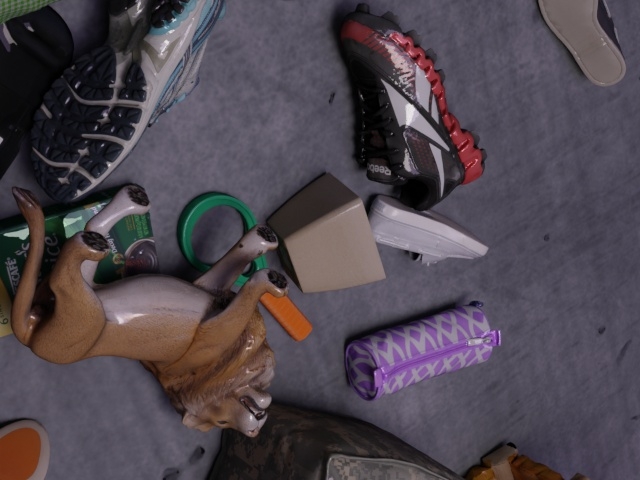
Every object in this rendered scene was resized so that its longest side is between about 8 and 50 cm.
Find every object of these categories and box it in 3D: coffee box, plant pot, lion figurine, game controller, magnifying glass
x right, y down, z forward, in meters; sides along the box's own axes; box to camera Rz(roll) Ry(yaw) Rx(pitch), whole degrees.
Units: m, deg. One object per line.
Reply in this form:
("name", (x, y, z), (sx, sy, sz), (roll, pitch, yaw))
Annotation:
("coffee box", (-0.262, 0.019, 1.035), (0.184, 0.040, 0.113), (-18, 114, -27))
("plant pot", (0.000, 0.000, 1.165), (0.096, 0.109, 0.109), (-24, 117, -10))
("lion figurine", (-0.182, 0.080, 1.018), (0.392, 0.142, 0.240), (22, 122, -37))
("game controller", (-0.363, -0.106, 0.932), (0.319, 0.067, 0.166), (-57, 139, -5))
("magnifying glass", (-0.082, 0.037, 1.169), (0.092, 0.026, 0.231), (-47, 121, -13))

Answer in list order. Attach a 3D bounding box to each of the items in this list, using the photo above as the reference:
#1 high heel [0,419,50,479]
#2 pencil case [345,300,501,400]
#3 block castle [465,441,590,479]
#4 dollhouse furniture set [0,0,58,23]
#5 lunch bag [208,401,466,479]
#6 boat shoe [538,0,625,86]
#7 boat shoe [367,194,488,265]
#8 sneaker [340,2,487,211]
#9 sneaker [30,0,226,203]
("high heel", (-0.344, 0.296, 1.007), (0.082, 0.244, 0.117), (21, 129, -8))
("pencil case", (0.133, 0.146, 1.298), (0.206, 0.088, 0.086), (-16, 110, -27))
("block castle", (0.304, 0.475, 1.287), (0.303, 0.453, 0.213), (-33, 111, -22))
("dollhouse furniture set", (-0.271, -0.324, 0.795), (0.197, 0.151, 0.301), (-27, 112, -20))
("lunch bag", (0.042, 0.302, 1.196), (0.287, 0.235, 0.169), (16, 90, -34))
("boat shoe", (0.345, -0.301, 1.330), (0.206, 0.075, 0.065), (53, 31, -26))
("boat shoe", (0.133, -0.001, 1.272), (0.184, 0.066, 0.063), (16, 109, -37))
("sneaker", (0.090, -0.143, 1.177), (0.135, 0.097, 0.276), (-46, 124, -16))
("sneaker", (-0.175, -0.153, 0.996), (0.283, 0.110, 0.122), (-59, 157, -1))
